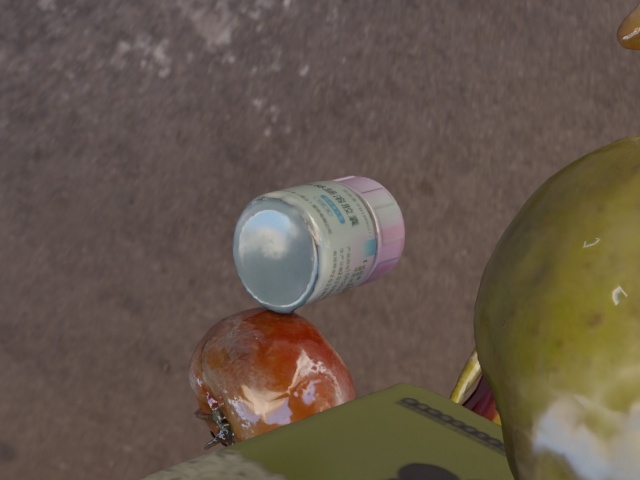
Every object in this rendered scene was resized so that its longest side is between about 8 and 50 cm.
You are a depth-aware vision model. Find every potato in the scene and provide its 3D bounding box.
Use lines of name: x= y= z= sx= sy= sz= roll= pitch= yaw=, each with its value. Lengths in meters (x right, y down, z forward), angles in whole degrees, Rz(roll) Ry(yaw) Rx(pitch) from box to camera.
potato: x=0.167 y=0.049 z=0.470 sx=0.228 sy=0.148 sz=0.197 roll=-14 pitch=101 yaw=21

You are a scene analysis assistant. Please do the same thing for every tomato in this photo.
tomato: x=-0.061 y=0.159 z=1.759 sx=0.181 sy=0.214 sz=0.155 roll=-35 pitch=135 yaw=-14

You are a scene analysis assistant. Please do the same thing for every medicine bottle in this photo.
medicine bottle: x=0.000 y=0.000 z=1.787 sx=0.135 sy=0.168 sz=0.135 roll=9 pitch=104 yaw=38

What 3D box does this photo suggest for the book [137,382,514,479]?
book: x=0.031 y=0.166 z=0.814 sx=0.239 sy=0.352 sz=0.035 roll=27 pitch=116 yaw=32

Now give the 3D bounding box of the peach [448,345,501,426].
peach: x=0.252 y=0.220 z=1.176 sx=0.335 sy=0.406 sz=0.310 roll=3 pitch=154 yaw=35

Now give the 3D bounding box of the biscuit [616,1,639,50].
biscuit: x=0.428 y=-0.230 z=1.648 sx=0.208 sy=0.047 sz=0.164 roll=22 pitch=116 yaw=-23
